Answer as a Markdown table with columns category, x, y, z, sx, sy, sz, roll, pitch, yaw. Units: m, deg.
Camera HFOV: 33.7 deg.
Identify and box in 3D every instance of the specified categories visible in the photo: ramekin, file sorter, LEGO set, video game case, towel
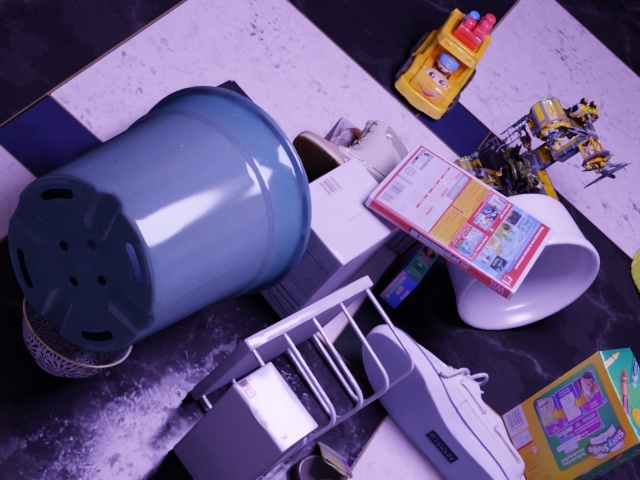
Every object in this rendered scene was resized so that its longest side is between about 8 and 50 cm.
| category | x | y | z | sx | sy | sz | roll | pitch | yaw |
| --- | --- | --- | --- | --- | --- | --- | --- | --- | --- |
| ramekin | 0.369 | 0.037 | 1.986 | 0.277 | 0.277 | 0.135 | 7 | 48 | -30 |
| file sorter | -0.018 | 0.213 | 1.647 | 0.277 | 0.193 | 0.173 | -26 | 78 | -43 |
| LEGO set | 0.443 | -0.122 | 2.140 | 0.255 | 0.331 | 0.192 | 14 | 51 | -52 |
| video game case | 0.240 | -0.039 | 1.791 | 0.285 | 0.025 | 0.204 | 34 | 44 | 9 |
| towel | 0.021 | 0.346 | 1.668 | 0.060 | 0.009 | 0.083 | 36 | 2 | -11 |

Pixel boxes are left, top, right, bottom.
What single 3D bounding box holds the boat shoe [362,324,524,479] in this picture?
| category | x | y | z | sx | sy | sz | roll | pitch | yaw |
| --- | --- | --- | --- | --- | --- | --- | --- | --- | --- |
| boat shoe | 0.227 | 0.275 | 1.807 | 0.367 | 0.136 | 0.156 | 51 | 46 | 3 |

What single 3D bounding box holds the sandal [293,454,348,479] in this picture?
| category | x | y | z | sx | sy | sz | roll | pitch | yaw |
| --- | --- | --- | --- | --- | --- | --- | --- | --- | --- |
| sandal | 0.042 | 0.420 | 1.624 | 0.090 | 0.060 | 0.219 | -13 | 62 | -40 |

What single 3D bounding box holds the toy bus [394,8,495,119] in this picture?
| category | x | y | z | sx | sy | sz | roll | pitch | yaw |
| --- | --- | --- | --- | --- | --- | --- | --- | --- | --- |
| toy bus | 0.286 | -0.399 | 2.282 | 0.149 | 0.211 | 0.220 | 39 | 47 | -7 |

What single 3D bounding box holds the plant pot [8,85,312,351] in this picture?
| category | x | y | z | sx | sy | sz | roll | pitch | yaw |
| --- | --- | --- | --- | --- | --- | --- | --- | --- | --- |
| plant pot | -0.239 | -0.021 | 1.518 | 0.341 | 0.341 | 0.334 | 49 | 35 | 5 |

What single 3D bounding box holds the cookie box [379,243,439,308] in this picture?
| category | x | y | z | sx | sy | sz | roll | pitch | yaw |
| --- | --- | --- | --- | --- | --- | --- | --- | --- | --- |
| cookie box | 0.166 | 0.062 | 1.949 | 0.040 | 0.092 | 0.107 | 40 | 45 | 1 |

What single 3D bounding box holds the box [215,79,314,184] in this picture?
| category | x | y | z | sx | sy | sz | roll | pitch | yaw |
| --- | --- | --- | --- | --- | --- | --- | --- | --- | --- |
| box | -0.187 | -0.121 | 1.853 | 0.257 | 0.079 | 0.322 | 48 | 46 | 7 |

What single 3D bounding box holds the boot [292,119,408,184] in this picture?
| category | x | y | z | sx | sy | sz | roll | pitch | yaw |
| --- | --- | --- | --- | --- | --- | --- | --- | --- | --- |
| boot | 0.057 | -0.163 | 1.911 | 0.213 | 0.077 | 0.165 | 35 | 51 | -14 |

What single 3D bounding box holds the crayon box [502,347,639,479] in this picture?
| category | x | y | z | sx | sy | sz | roll | pitch | yaw |
| --- | --- | --- | --- | --- | --- | --- | --- | --- | --- |
| crayon box | 0.450 | 0.320 | 1.823 | 0.081 | 0.278 | 0.165 | -1 | 60 | -34 |

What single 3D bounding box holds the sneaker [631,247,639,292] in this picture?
| category | x | y | z | sx | sy | sz | roll | pitch | yaw |
| --- | --- | --- | --- | --- | --- | --- | --- | --- | --- |
| sneaker | 0.771 | 0.126 | 2.325 | 0.123 | 0.109 | 0.296 | 31 | 40 | -44 |

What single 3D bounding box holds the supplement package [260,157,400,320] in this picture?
| category | x | y | z | sx | sy | sz | roll | pitch | yaw |
| --- | --- | --- | --- | --- | --- | --- | --- | --- | --- |
| supplement package | 0.000 | 0.000 | 1.803 | 0.149 | 0.203 | 0.194 | 50 | 45 | 8 |

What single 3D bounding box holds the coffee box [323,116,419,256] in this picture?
| category | x | y | z | sx | sy | sz | roll | pitch | yaw |
| --- | --- | --- | --- | --- | --- | --- | --- | --- | --- |
| coffee box | 0.099 | -0.102 | 2.016 | 0.246 | 0.098 | 0.141 | 33 | 49 | -10 |

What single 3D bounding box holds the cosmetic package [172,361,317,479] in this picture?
| category | x | y | z | sx | sy | sz | roll | pitch | yaw |
| --- | --- | --- | --- | --- | --- | --- | --- | --- | --- |
| cosmetic package | -0.111 | 0.281 | 1.503 | 0.085 | 0.231 | 0.117 | -29 | 78 | -43 |

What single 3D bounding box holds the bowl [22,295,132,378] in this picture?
| category | x | y | z | sx | sy | sz | roll | pitch | yaw |
| --- | --- | --- | --- | --- | --- | --- | --- | --- | --- |
| bowl | -0.365 | 0.143 | 1.525 | 0.170 | 0.080 | 0.170 | 29 | 29 | -17 |
